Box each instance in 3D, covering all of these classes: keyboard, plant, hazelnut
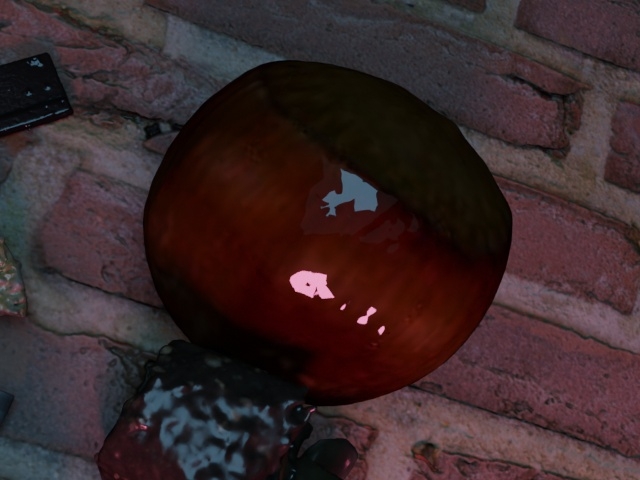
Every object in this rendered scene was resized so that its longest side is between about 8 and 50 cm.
[{"bbox_3d":[-0.478,-0.154,1.109,0.309,0.018,0.101,-22,80,-19],"label":"keyboard"},{"bbox_3d":[-0.086,0.238,0.924,0.276,0.188,0.199,34,61,-6],"label":"plant"},{"bbox_3d":[0.000,0.000,1.025,0.420,0.353,0.421,-2,102,-12],"label":"hazelnut"}]

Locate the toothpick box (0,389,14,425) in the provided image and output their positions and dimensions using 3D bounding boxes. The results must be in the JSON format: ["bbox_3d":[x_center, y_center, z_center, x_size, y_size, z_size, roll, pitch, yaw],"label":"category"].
[{"bbox_3d":[-0.396,0.210,1.010,0.052,0.052,0.083,24,71,-7],"label":"toothpick box"}]

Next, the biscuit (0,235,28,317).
[{"bbox_3d":[-0.486,0.023,1.025,0.281,0.084,0.179,4,69,-16],"label":"biscuit"}]

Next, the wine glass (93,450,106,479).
[{"bbox_3d":[-0.182,0.331,1.002,0.103,0.103,0.222,-22,77,-19],"label":"wine glass"}]
